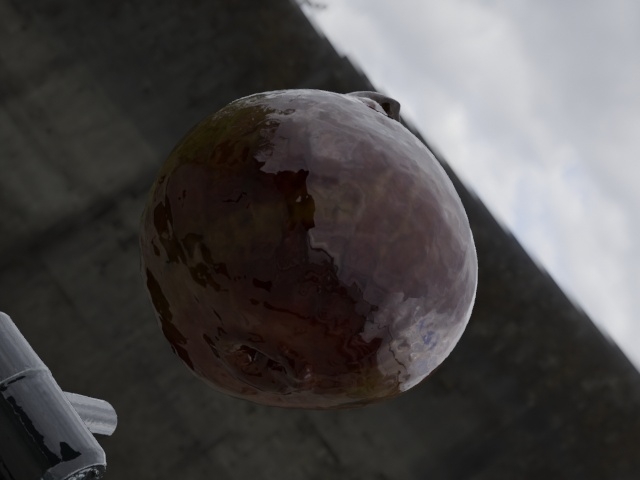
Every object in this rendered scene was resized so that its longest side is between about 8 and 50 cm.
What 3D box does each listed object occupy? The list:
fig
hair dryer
[{"bbox_3d":[-0.001,0.000,0.983,0.205,0.205,0.205,52,-10,13],"label":"fig"},{"bbox_3d":[-0.177,0.124,1.171,0.124,0.071,0.219,53,5,15],"label":"hair dryer"}]
